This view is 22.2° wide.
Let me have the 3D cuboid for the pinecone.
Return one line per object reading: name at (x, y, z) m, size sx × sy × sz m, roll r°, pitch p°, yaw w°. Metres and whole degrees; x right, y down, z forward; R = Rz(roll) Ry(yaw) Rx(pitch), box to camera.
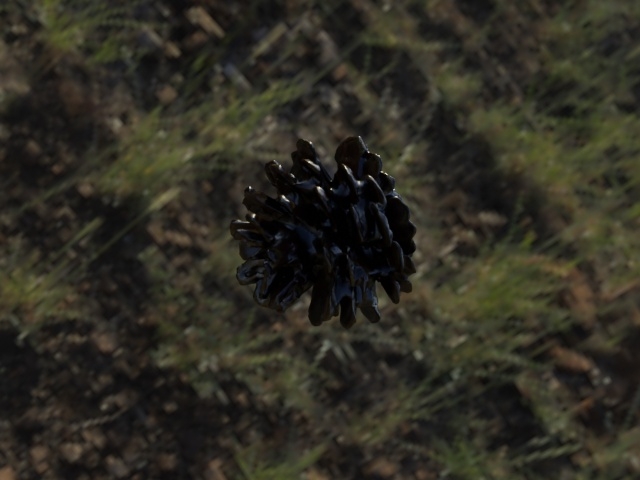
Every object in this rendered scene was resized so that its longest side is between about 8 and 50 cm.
pinecone at (0.000, -0.002, 1.137) m, size 0.121 × 0.140 × 0.140 m, roll -18°, pitch 73°, yaw -21°
